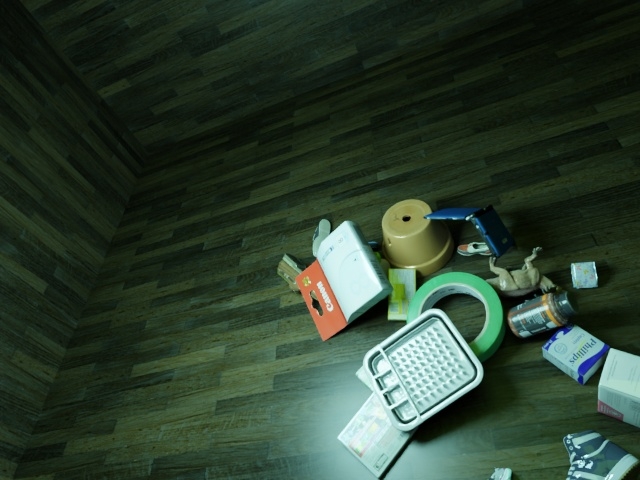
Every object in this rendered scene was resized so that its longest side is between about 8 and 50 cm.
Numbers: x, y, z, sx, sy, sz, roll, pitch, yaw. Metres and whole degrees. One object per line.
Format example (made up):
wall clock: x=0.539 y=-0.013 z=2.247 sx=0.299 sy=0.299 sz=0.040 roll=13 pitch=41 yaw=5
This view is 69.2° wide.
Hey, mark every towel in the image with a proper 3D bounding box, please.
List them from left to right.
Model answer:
towel: x=0.210 y=0.478 z=1.624 sx=0.113 sy=0.023 sz=0.152 roll=-45 pitch=46 yaw=-11

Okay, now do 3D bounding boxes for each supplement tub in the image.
supplement tub: x=0.696 y=0.231 z=1.453 sx=0.198 sy=0.106 sz=0.106 roll=-36 pitch=33 yaw=41

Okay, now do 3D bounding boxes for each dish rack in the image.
dish rack: x=0.327 y=0.413 z=1.488 sx=0.333 sy=0.072 sz=0.286 roll=-39 pitch=50 yaw=11

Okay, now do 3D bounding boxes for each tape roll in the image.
tape roll: x=0.460 y=0.269 z=1.585 sx=0.321 sy=0.077 sz=0.321 roll=-15 pitch=55 yaw=23

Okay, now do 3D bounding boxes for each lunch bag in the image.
lunch bag: x=0.878 y=0.117 z=1.545 sx=0.071 sy=0.053 sz=0.083 roll=-8 pitch=73 yaw=23

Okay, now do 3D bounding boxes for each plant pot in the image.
plant pot: x=0.370 y=-0.025 z=1.857 sx=0.290 sy=0.203 sz=0.291 roll=-15 pitch=46 yaw=16

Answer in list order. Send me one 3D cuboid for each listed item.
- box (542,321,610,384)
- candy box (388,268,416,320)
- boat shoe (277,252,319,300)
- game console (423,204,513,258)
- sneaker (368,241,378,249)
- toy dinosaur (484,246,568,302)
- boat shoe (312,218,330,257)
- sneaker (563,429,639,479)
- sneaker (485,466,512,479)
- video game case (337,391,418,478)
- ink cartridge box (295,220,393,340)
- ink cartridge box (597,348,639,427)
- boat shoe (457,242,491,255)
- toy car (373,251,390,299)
box: x=0.767 y=0.335 z=1.395 sx=0.126 sy=0.072 sz=0.137 roll=-41 pitch=44 yaw=-9
candy box: x=0.310 y=0.204 z=1.760 sx=0.105 sy=0.027 sz=0.206 roll=2 pitch=63 yaw=7
boat shoe: x=-0.077 y=0.181 z=2.010 sx=0.307 sy=0.110 sz=0.104 roll=43 pitch=105 yaw=41
game console: x=0.550 y=-0.038 z=1.703 sx=0.173 sy=0.293 sz=0.250 roll=-34 pitch=81 yaw=32
sneaker: x=0.173 y=0.073 z=1.992 sx=0.188 sy=0.067 sz=0.078 roll=-34 pitch=64 yaw=-5
toy dinosaur: x=0.680 y=0.153 z=1.582 sx=0.295 sy=0.127 sz=0.200 roll=-13 pitch=53 yaw=27
boat shoe: x=0.000 y=0.000 z=2.166 sx=0.065 sy=0.075 sz=0.206 roll=131 pitch=156 yaw=-55
sneaker: x=0.654 y=0.611 z=1.185 sx=0.282 sy=0.099 sz=0.153 roll=-40 pitch=36 yaw=-5
sneaker: x=0.488 y=0.673 z=1.273 sx=0.069 sy=0.038 sz=0.098 roll=-3 pitch=41 yaw=30
video game case: x=0.182 y=0.619 z=1.493 sx=0.183 sy=0.023 sz=0.201 roll=32 pitch=72 yaw=38
ink cartridge box: x=0.056 y=0.161 z=1.775 sx=0.385 sy=0.091 sz=0.308 roll=-42 pitch=60 yaw=27
ink cartridge box: x=0.871 y=0.409 z=1.168 sx=0.283 sy=0.207 sz=0.117 roll=15 pitch=62 yaw=38
boat shoe: x=0.597 y=0.029 z=1.795 sx=0.137 sy=0.043 sz=0.049 roll=2 pitch=54 yaw=33
toy car: x=0.178 y=0.141 z=1.866 sx=0.188 sy=0.155 sz=0.149 roll=-2 pitch=49 yaw=44
